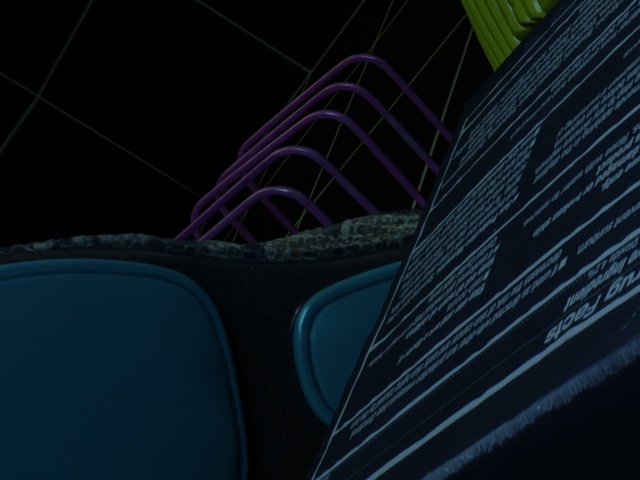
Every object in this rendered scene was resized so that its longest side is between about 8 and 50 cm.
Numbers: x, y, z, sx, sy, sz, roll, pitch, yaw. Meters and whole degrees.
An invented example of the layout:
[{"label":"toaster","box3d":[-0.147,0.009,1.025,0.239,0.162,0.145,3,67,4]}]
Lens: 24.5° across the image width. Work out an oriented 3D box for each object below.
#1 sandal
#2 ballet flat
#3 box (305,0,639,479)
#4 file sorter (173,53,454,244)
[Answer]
[{"label":"sandal","box3d":[0.215,-0.233,1.332,0.138,0.126,0.317,-26,-2,-10]},{"label":"ballet flat","box3d":[-0.048,0.070,0.768,0.182,0.483,0.164,-14,86,65]},{"label":"box","box3d":[0.150,0.020,0.559,0.296,0.183,0.294,-48,12,54]},{"label":"file sorter","box3d":[0.000,0.000,1.219,0.202,0.182,0.290,-39,11,29]}]
